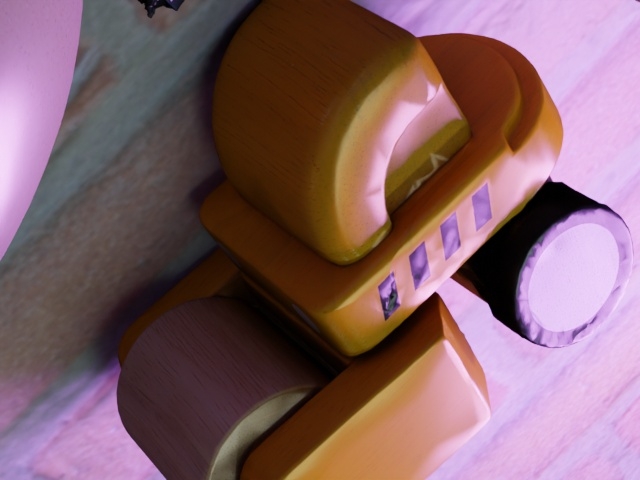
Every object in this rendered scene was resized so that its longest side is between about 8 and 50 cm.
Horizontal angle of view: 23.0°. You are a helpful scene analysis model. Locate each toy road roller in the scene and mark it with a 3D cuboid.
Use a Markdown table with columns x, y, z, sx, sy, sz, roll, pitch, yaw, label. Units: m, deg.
| x | y | z | sx | sy | sz | roll | pitch | yaw | label |
| --- | --- | --- | --- | --- | --- | --- | --- | --- | --- |
| 0.000 | 0.000 | 0.946 | 0.329 | 0.202 | 0.240 | -43 | 129 | -9 | toy road roller |

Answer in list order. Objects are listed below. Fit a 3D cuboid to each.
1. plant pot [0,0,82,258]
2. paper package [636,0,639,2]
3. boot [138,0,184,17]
| x | y | z | sx | sy | sz | roll | pitch | yaw | label |
| --- | --- | --- | --- | --- | --- | --- | --- | --- | --- |
| -0.207 | -0.124 | 0.636 | 0.284 | 0.284 | 0.191 | 83 | 28 | -44 | plant pot |
| 0.199 | -0.314 | 0.714 | 0.325 | 0.168 | 0.309 | -40 | 143 | -8 | paper package |
| -0.062 | -0.240 | 0.751 | 0.207 | 0.094 | 0.246 | -43 | 147 | -7 | boot |
